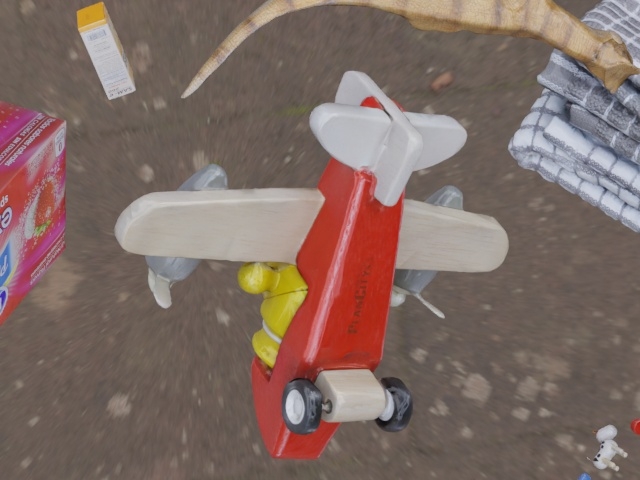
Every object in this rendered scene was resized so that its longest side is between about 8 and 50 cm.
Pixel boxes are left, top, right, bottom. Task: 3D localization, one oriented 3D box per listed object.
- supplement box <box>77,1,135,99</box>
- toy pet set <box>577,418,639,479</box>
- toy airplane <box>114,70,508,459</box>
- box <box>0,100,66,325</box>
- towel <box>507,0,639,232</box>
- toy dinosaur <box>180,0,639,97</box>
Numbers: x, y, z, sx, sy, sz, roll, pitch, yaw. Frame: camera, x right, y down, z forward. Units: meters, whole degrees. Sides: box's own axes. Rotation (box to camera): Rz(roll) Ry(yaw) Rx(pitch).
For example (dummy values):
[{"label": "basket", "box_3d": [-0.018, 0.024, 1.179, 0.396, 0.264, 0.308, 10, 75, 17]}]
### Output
[{"label": "supplement box", "box_3d": [-0.255, -0.226, 1.874, 0.036, 0.062, 0.098, -20, 121, 1]}, {"label": "toy pet set", "box_3d": [0.286, 0.232, 1.518, 0.122, 0.065, 0.114, 42, 81, -36]}, {"label": "toy airplane", "box_3d": [0.000, 0.000, 1.717, 0.384, 0.272, 0.386, -43, 123, -15]}, {"label": "box", "box_3d": [-0.290, 0.012, 1.110, 0.122, 0.257, 0.128, 18, 131, 13]}, {"label": "towel", "box_3d": [0.305, -0.097, 1.071, 0.283, 0.121, 0.235, 32, 55, 15]}, {"label": "toy dinosaur", "box_3d": [0.046, -0.114, 0.701, 0.211, 0.064, 0.112, 4, 51, -11]}]
